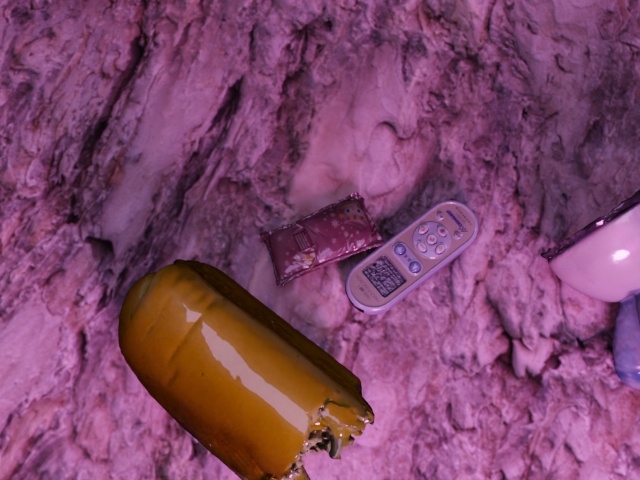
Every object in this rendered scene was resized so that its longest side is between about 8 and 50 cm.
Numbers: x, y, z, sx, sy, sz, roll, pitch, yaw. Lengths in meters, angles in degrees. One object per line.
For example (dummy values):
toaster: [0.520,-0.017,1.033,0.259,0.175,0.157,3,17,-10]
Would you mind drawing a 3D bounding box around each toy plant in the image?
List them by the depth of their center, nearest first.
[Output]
toy plant: [0.512,0.092,1.504,0.247,0.247,0.332,-31,80,-11]

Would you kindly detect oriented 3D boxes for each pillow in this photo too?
pillow: [0.000,0.000,1.607,0.184,0.043,0.118,-20,54,-8]

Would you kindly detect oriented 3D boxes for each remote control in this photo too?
remote control: [0.142,0.027,1.601,0.244,0.047,0.087,-36,78,-13]

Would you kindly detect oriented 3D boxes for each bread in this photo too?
bread: [-0.117,0.189,1.443,0.376,0.251,0.208,41,91,10]
